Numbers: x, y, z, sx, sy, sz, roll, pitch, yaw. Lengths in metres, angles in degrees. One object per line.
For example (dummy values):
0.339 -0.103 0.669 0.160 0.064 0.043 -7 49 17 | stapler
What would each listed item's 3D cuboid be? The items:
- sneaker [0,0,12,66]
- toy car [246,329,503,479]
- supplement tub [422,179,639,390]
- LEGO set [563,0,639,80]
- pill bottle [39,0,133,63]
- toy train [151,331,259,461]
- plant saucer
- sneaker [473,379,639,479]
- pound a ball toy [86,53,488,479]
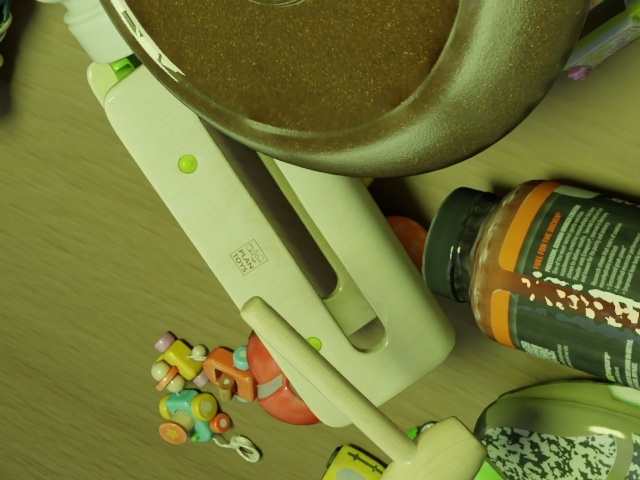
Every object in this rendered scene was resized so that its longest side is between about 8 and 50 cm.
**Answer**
-0.281 -0.139 1.022 0.121 0.108 0.302 51 151 -15 | sneaker
0.053 0.177 1.093 0.225 0.053 0.239 7 134 36 | toy car
0.161 0.025 0.797 0.198 0.106 0.106 18 139 27 | supplement tub
0.082 -0.136 0.735 0.287 0.107 0.132 -2 93 48 | LEGO set
-0.152 -0.218 0.806 0.119 0.119 0.208 -9 123 46 | pill bottle
-0.101 0.146 1.206 0.125 0.046 0.166 27 142 18 | toy train
-0.019 -0.160 0.652 0.311 0.050 0.310 20 130 26 | plant saucer
0.252 0.244 0.869 0.410 0.182 0.158 34 142 22 | sneaker
0.000 0.000 0.859 0.319 0.136 0.208 56 177 -21 | pound a ball toy
